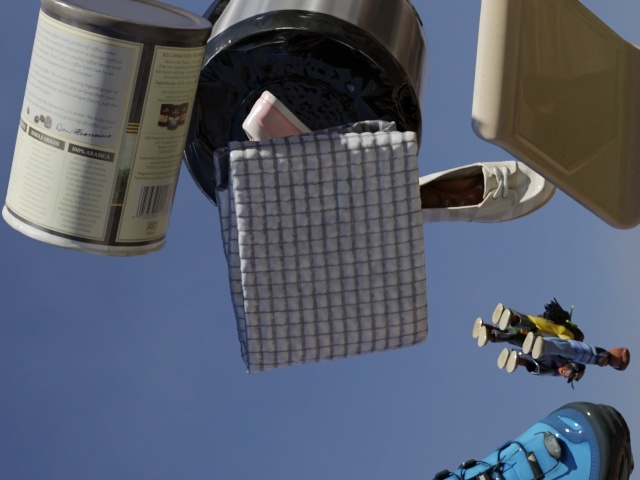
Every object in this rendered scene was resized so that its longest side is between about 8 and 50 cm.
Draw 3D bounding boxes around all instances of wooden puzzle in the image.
[{"bbox_3d":[0.238,-0.147,1.575,0.239,0.044,0.221,27,-122,-36],"label":"wooden puzzle"}]

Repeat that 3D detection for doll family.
[{"bbox_3d":[0.245,0.111,1.663,0.193,0.111,0.076,-123,51,-65],"label":"doll family"}]

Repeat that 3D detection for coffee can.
[{"bbox_3d":[-0.254,-0.143,1.874,0.201,0.201,0.275,-31,-43,-69],"label":"coffee can"}]

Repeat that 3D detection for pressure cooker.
[{"bbox_3d":[-0.016,-0.235,2.419,0.375,0.370,0.420,60,-159,-22],"label":"pressure cooker"}]

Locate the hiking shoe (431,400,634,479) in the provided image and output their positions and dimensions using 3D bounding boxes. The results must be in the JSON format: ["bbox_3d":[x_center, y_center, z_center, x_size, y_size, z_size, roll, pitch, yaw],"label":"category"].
[{"bbox_3d":[0.116,0.233,1.266,0.132,0.304,0.113,28,-154,-46],"label":"hiking shoe"}]

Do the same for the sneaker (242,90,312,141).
[{"bbox_3d":[-0.047,-0.127,2.045,0.070,0.051,0.134,-51,-58,-3],"label":"sneaker"}]

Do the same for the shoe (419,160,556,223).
[{"bbox_3d":[0.196,-0.059,2.052,0.058,0.219,0.076,26,-124,-70],"label":"shoe"}]

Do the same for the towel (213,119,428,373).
[{"bbox_3d":[0.000,0.000,1.879,0.121,0.235,0.283,-112,15,-71],"label":"towel"}]
